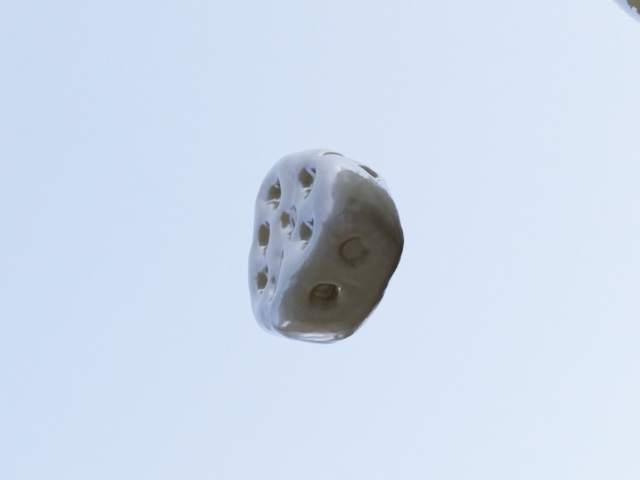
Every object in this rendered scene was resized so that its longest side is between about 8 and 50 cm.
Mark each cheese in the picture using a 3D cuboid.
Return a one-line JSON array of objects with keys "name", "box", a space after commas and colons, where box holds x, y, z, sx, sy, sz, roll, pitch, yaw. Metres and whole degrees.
[{"name": "cheese", "box": [0.000, 0.000, 1.586, 0.117, 0.218, 0.235, 14, -40, -26]}]

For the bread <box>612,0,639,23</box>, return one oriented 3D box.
[{"name": "bread", "box": [0.333, -0.293, 0.945, 0.376, 0.253, 0.348, -48, -39, 3]}]
